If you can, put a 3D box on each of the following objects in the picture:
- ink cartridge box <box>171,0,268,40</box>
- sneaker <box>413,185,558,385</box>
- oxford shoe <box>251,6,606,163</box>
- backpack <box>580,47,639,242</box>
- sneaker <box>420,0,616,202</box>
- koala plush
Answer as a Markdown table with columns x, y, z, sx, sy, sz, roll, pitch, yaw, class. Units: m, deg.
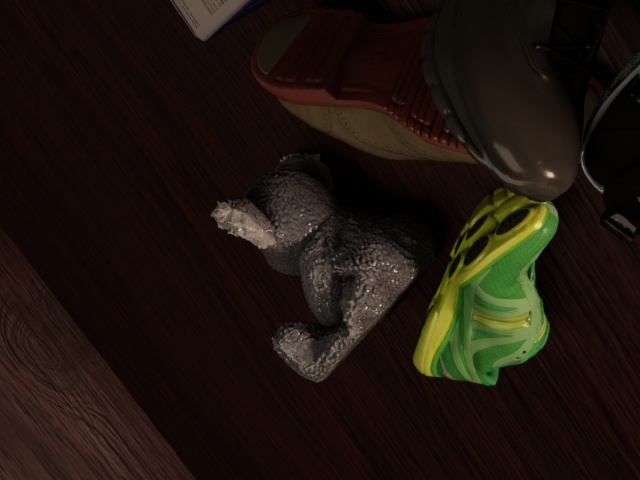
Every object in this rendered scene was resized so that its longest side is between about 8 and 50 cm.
| x | y | z | sx | sy | sz | roll | pitch | yaw | class |
| --- | --- | --- | --- | --- | --- | --- | --- | --- | --- |
| -0.072 | -0.349 | 0.693 | 0.270 | 0.151 | 0.395 | 56 | 147 | -10 | ink cartridge box |
| 0.186 | 0.052 | 0.878 | 0.123 | 0.109 | 0.295 | 19 | 142 | 3 | sneaker |
| 0.103 | -0.128 | 0.785 | 0.348 | 0.123 | 0.130 | 23 | 167 | 33 | oxford shoe |
| 0.302 | -0.082 | 0.477 | 0.225 | 0.191 | 0.253 | 42 | 158 | 11 | backpack |
| 0.142 | -0.166 | 0.551 | 0.130 | 0.109 | 0.286 | -22 | 62 | 48 | sneaker |
| 0.000 | 0.000 | 0.964 | 0.221 | 0.196 | 0.203 | 43 | 137 | 10 | koala plush |
